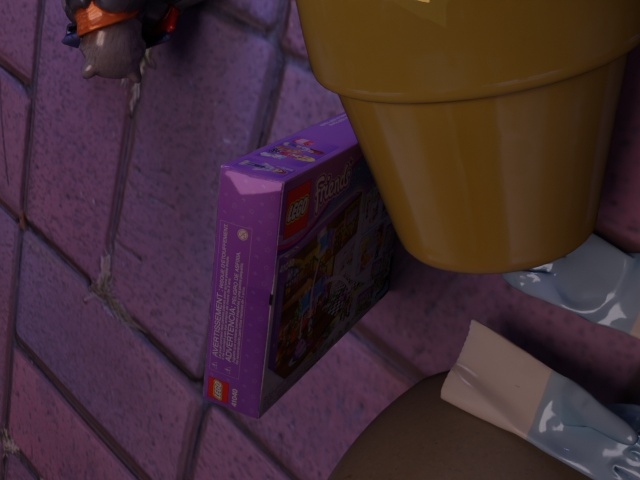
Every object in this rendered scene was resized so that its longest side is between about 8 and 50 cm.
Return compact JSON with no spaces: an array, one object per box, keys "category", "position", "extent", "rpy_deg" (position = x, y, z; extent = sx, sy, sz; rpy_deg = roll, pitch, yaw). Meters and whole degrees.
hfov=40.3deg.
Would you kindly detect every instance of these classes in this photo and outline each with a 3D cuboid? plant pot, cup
[{"category":"plant pot","position":[0.124,-0.116,0.676],"extent":[0.254,0.254,0.239],"rpy_deg":[15,128,41]},{"category":"cup","position":[0.106,0.312,0.807],"extent":[0.331,0.237,0.331],"rpy_deg":[14,111,41]}]

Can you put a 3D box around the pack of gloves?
[{"category":"pack of gloves","position":[0.218,0.089,0.717],"extent":[0.232,0.046,0.195],"rpy_deg":[24,95,39]}]

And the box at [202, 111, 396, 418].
[{"category":"box","position":[0.000,0.000,0.779],"extent":[0.057,0.293,0.201],"rpy_deg":[16,113,20]}]

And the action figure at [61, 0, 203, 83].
[{"category":"action figure","position":[-0.276,-0.342,1.042],"extent":[0.341,0.178,0.330],"rpy_deg":[-16,81,44]}]
